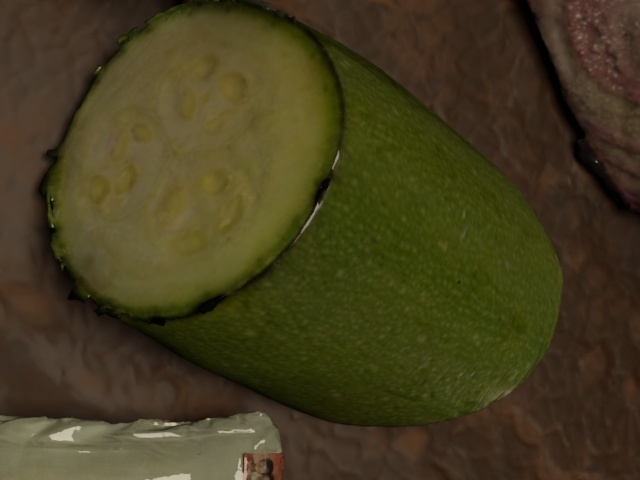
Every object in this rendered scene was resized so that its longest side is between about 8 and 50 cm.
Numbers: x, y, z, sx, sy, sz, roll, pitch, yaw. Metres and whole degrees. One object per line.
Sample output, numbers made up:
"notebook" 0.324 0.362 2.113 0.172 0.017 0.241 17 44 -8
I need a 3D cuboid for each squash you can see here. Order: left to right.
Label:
"squash" 0.000 0.000 0.795 0.260 0.189 0.189 31 72 -54

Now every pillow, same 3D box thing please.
"pillow" -0.131 0.147 0.716 0.229 0.051 0.128 3 93 -21

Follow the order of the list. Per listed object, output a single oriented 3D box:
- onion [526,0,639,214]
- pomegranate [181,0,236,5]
"onion" 0.249 -0.145 0.819 0.111 0.247 0.250 -44 114 -52
"pomegranate" -0.076 -0.171 0.737 0.114 0.114 0.142 -44 130 -19
